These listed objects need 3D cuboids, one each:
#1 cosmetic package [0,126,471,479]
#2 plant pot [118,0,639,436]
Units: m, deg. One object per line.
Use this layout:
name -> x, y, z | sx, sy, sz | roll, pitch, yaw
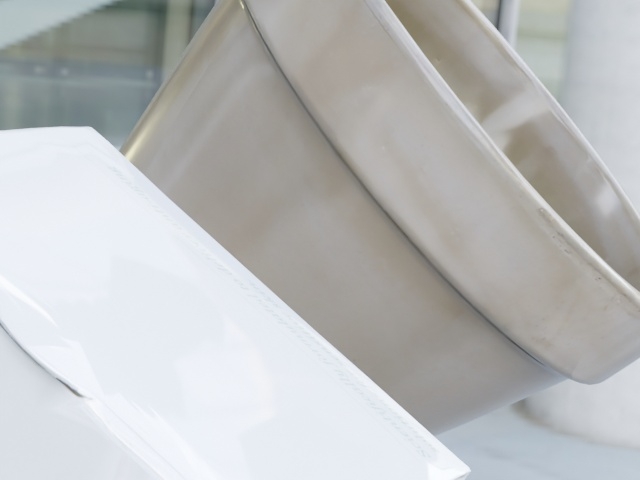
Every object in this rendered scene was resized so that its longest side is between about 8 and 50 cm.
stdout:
cosmetic package -> -0.145, 0.160, 0.573 | 0.197, 0.365, 0.155 | 43, 19, 16
plant pot -> 0.000, 0.000, 0.973 | 0.323, 0.280, 0.323 | 47, 15, -17
